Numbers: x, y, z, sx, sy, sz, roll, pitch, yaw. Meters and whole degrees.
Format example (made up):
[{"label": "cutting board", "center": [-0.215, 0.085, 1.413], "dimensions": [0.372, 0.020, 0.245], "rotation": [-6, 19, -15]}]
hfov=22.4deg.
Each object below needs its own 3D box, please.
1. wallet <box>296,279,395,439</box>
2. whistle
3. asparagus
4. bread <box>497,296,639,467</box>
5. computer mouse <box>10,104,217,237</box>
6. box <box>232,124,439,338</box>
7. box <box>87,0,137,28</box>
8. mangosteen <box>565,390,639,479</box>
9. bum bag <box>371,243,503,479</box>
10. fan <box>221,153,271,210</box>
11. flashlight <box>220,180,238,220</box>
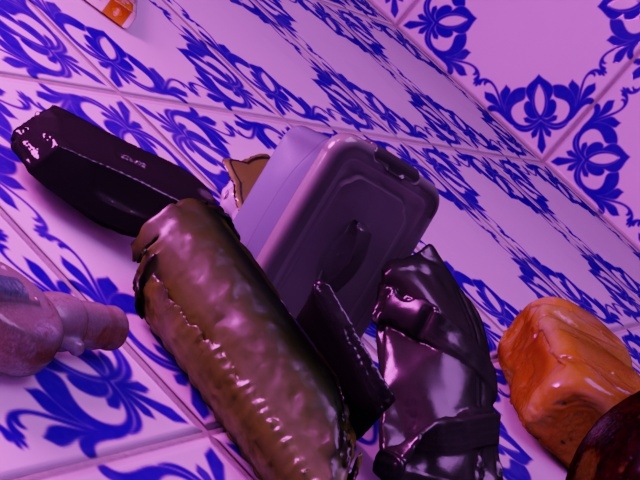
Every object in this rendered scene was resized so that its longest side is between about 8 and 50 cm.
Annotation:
[{"label": "wallet", "center": [0.013, 0.115, 1.462], "dimensions": [0.124, 0.025, 0.244], "rotation": [60, -11, 9]}, {"label": "whistle", "center": [-0.221, 0.059, 1.251], "dimensions": [0.107, 0.057, 0.220], "rotation": [47, 15, 26]}, {"label": "asparagus", "center": [-0.046, 0.122, 1.399], "dimensions": [0.128, 0.108, 0.382], "rotation": [12, 34, -51]}, {"label": "bread", "center": [0.327, 0.184, 2.071], "dimensions": [0.167, 0.132, 0.294], "rotation": [31, 18, -10]}, {"label": "computer mouse", "center": [-0.203, -0.054, 1.577], "dimensions": [0.217, 0.073, 0.122], "rotation": [27, 16, -20]}, {"label": "box", "center": [0.000, 0.000, 1.647], "dimensions": [0.162, 0.227, 0.130], "rotation": [28, 5, -38]}, {"label": "box", "center": [-0.311, -0.371, 2.288], "dimensions": [0.122, 0.032, 0.220], "rotation": [36, 15, -18]}, {"label": "mangosteen", "center": [0.399, 0.318, 1.683], "dimensions": [0.306, 0.360, 0.306], "rotation": [6, 6, -1]}, {"label": "bum bag", "center": [0.112, 0.140, 1.565], "dimensions": [0.142, 0.079, 0.326], "rotation": [18, 50, -30]}, {"label": "fan", "center": [0.016, 0.008, 1.884], "dimensions": [0.335, 0.011, 0.229], "rotation": [40, 27, -13]}, {"label": "flashlight", "center": [-0.029, -0.005, 1.902], "dimensions": [0.200, 0.047, 0.093], "rotation": [35, 21, -16]}]
